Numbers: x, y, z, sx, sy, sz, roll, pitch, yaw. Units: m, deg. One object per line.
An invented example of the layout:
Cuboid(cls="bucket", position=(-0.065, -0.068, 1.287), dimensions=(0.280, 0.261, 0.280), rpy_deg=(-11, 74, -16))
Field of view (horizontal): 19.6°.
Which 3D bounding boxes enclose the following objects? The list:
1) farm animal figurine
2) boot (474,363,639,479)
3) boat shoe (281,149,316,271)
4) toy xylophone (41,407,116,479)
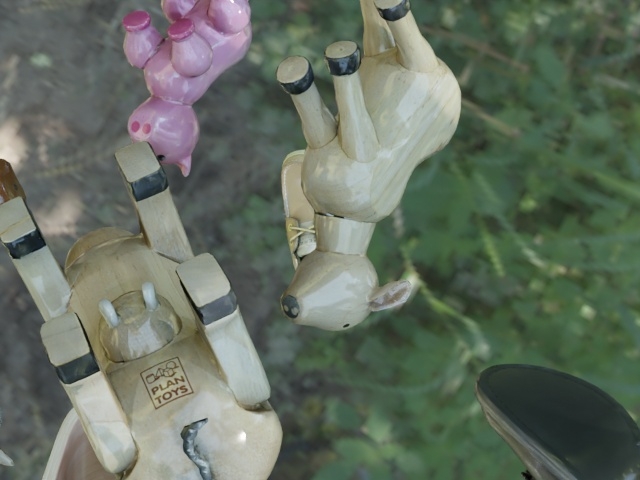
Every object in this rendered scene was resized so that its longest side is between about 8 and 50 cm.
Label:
Cuboid(cls="farm animal figurine", position=(-0.075, 0.020, 0.959), dimensions=(0.330, 0.327, 0.172), rpy_deg=(-14, 132, 6))
Cuboid(cls="boot", position=(0.165, 0.235, 1.232), dimensions=(0.091, 0.263, 0.229), rpy_deg=(-15, 138, -40))
Cuboid(cls="boat shoe", position=(0.000, 0.000, 1.379), dimensions=(0.045, 0.050, 0.135), rpy_deg=(-45, 118, -62))
Cuboid(cls="toy xylophone", position=(-0.146, 0.248, 1.149), dimensions=(0.236, 0.081, 0.323), rpy_deg=(98, 3, -53))
